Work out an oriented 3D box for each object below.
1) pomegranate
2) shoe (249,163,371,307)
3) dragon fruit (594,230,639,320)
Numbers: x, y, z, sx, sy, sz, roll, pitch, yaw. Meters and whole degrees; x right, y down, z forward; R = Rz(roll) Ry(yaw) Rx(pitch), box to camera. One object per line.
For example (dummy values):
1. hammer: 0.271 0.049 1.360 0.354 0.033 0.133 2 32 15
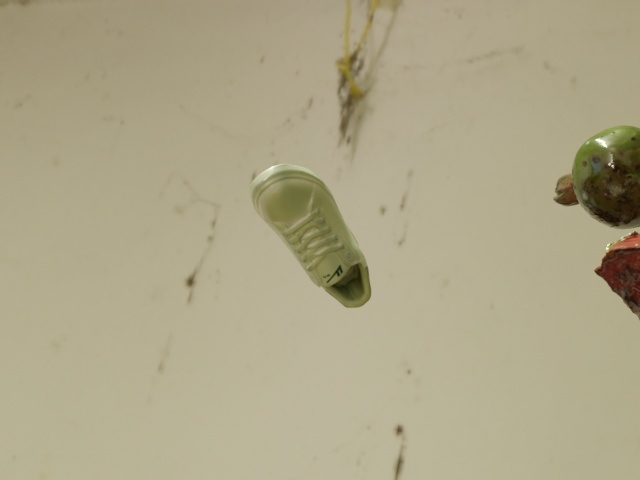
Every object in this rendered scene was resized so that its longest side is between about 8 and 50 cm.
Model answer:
1. pomegranate: 0.192 -0.040 0.788 0.084 0.073 0.073 -11 -43 19
2. shoe: 0.000 0.000 1.582 0.095 0.110 0.265 -32 -36 9
3. dragon fruit: 0.420 0.064 1.003 0.317 0.152 0.205 51 -25 10
